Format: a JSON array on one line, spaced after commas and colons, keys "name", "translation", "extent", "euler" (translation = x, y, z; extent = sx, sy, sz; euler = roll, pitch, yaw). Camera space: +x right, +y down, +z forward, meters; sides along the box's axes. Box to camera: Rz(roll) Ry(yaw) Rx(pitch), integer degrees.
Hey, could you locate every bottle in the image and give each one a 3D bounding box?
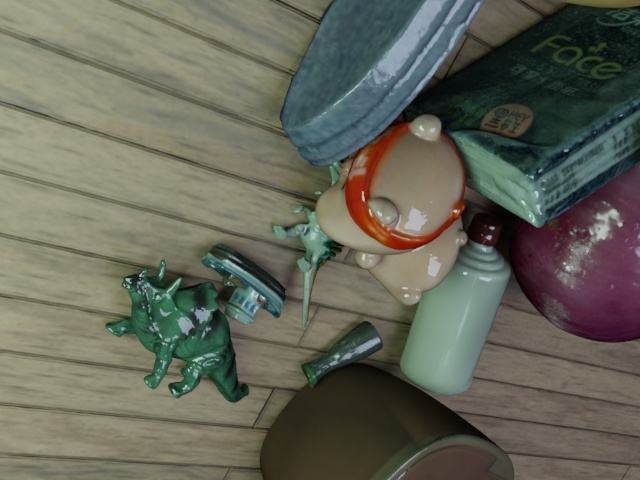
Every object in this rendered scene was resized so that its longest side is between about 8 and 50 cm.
[{"name": "bottle", "translation": [0.184, 0.078, 1.393], "extent": [0.104, 0.104, 0.245], "euler": [-4, 121, -37]}]

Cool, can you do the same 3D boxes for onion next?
[{"name": "onion", "translation": [0.430, -0.006, 1.399], "extent": [0.358, 0.344, 0.358], "euler": [-30, 170, -6]}]

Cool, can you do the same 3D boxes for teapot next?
[{"name": "teapot", "translation": [0.025, 0.148, 1.359], "extent": [0.111, 0.043, 0.042], "euler": [-30, 134, -16]}]

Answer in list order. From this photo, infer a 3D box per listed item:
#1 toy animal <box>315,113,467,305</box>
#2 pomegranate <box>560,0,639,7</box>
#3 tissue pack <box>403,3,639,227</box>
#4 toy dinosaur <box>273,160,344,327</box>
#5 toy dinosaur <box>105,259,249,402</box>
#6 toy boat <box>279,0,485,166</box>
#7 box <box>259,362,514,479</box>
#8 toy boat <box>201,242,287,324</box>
[{"name": "toy animal", "translation": [0.087, -0.039, 1.180], "extent": [0.171, 0.171, 0.197], "euler": [-38, 146, -12]}, {"name": "pomegranate", "translation": [0.251, -0.401, 0.941], "extent": [0.412, 0.411, 0.411], "euler": [-21, 130, -27]}, {"name": "tissue pack", "translation": [0.285, -0.161, 1.217], "extent": [0.316, 0.228, 0.103], "euler": [-32, 131, -17]}, {"name": "toy dinosaur", "translation": [0.003, 0.002, 1.241], "extent": [0.106, 0.044, 0.187], "euler": [-37, 127, -37]}, {"name": "toy dinosaur", "translation": [-0.150, 0.129, 1.179], "extent": [0.120, 0.079, 0.292], "euler": [-32, 137, -16]}, {"name": "toy boat", "translation": [0.061, -0.199, 1.085], "extent": [0.283, 0.127, 0.078], "euler": [-52, 137, 10]}, {"name": "box", "translation": [0.077, 0.313, 1.391], "extent": [0.301, 0.216, 0.300], "euler": [-19, 128, -27]}, {"name": "toy boat", "translation": [-0.085, 0.058, 1.191], "extent": [0.140, 0.059, 0.066], "euler": [40, 77, -48]}]
